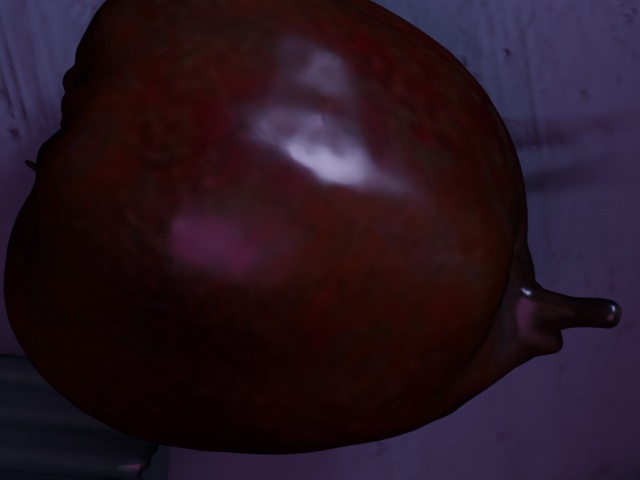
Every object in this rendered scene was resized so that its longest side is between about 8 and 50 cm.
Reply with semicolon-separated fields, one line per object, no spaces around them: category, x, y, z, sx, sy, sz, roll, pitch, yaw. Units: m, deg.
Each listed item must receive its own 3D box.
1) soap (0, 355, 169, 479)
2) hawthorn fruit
soap;-0.207;0.116;0.751;0.261;0.150;0.094;6;111;2
hawthorn fruit;0.000;0.000;0.654;0.248;0.208;0.208;23;114;3
